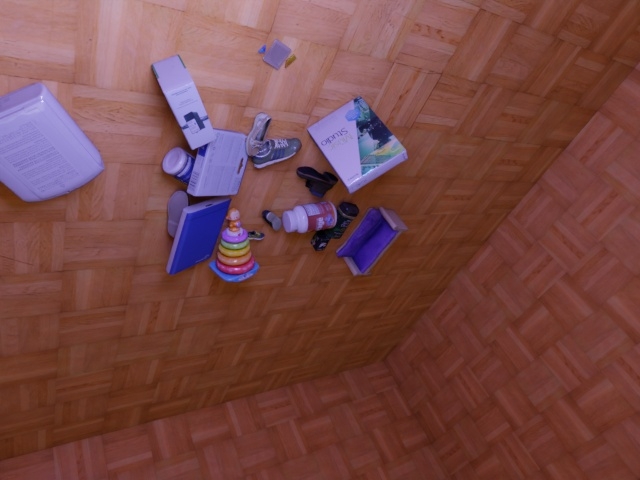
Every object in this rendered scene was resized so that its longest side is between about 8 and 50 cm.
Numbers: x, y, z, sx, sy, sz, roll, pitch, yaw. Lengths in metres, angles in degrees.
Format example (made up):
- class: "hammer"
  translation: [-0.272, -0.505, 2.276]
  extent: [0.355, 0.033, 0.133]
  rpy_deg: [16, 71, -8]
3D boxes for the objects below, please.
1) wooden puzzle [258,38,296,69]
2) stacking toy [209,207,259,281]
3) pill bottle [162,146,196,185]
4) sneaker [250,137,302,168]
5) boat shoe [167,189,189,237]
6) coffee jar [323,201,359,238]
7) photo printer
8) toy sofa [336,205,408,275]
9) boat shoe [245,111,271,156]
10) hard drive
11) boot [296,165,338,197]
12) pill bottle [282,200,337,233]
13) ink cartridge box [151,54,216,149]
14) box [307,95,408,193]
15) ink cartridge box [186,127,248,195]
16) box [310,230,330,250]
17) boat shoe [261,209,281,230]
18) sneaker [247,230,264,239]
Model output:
- class: "wooden puzzle"
  translation: [-0.132, -0.567, 1.395]
  extent: [0.078, 0.014, 0.116]
  rpy_deg: [-46, 143, 15]
- class: "stacking toy"
  translation: [-0.349, 0.003, 1.862]
  extent: [0.175, 0.165, 0.302]
  rpy_deg: [-23, 132, -39]
- class: "pill bottle"
  translation: [-0.431, -0.230, 1.525]
  extent: [0.094, 0.094, 0.169]
  rpy_deg: [-39, 145, 12]
- class: "sneaker"
  translation: [-0.161, -0.328, 1.629]
  extent: [0.192, 0.064, 0.086]
  rpy_deg: [-25, 151, -3]
- class: "boat shoe"
  translation: [-0.511, -0.105, 1.674]
  extent: [0.065, 0.075, 0.206]
  rpy_deg: [-57, 171, -54]
- class: "coffee jar"
  translation: [0.096, -0.094, 2.112]
  extent: [0.096, 0.079, 0.184]
  rpy_deg: [5, 132, -41]
- class: "photo printer"
  translation: [-0.766, -0.243, 1.242]
  extent: [0.256, 0.107, 0.308]
  rpy_deg: [-27, 146, -5]
- class: "toy sofa"
  translation: [0.251, 0.009, 2.298]
  extent: [0.177, 0.150, 0.363]
  rpy_deg: [5, 133, -42]
- class: "boat shoe"
  translation: [-0.207, -0.352, 1.544]
  extent: [0.056, 0.048, 0.153]
  rpy_deg: [2, 117, -54]
- class: "hard drive"
  translation: [-0.466, -0.020, 1.749]
  extent: [0.210, 0.040, 0.319]
  rpy_deg: [-29, 155, -49]
- class: "boot"
  translation: [-0.030, -0.228, 1.844]
  extent: [0.219, 0.082, 0.106]
  rpy_deg: [7, 128, -45]
- class: "pill bottle"
  translation: [-0.048, -0.096, 1.963]
  extent: [0.216, 0.121, 0.121]
  rpy_deg: [-12, 142, -26]
- class: "ink cartridge box"
  translation: [-0.385, -0.390, 1.305]
  extent: [0.086, 0.153, 0.208]
  rpy_deg: [-25, 147, -10]
- class: "box"
  translation: [0.122, -0.340, 1.600]
  extent: [0.232, 0.322, 0.058]
  rpy_deg: [-32, 149, 2]
- class: "ink cartridge box"
  translation: [-0.328, -0.256, 1.520]
  extent: [0.224, 0.045, 0.223]
  rpy_deg: [-12, 125, -64]
- class: "box"
  translation: [0.000, 0.000, 2.173]
  extent: [0.052, 0.062, 0.083]
  rpy_deg: [-3, 137, -37]
- class: "boat shoe"
  translation: [-0.204, -0.086, 1.931]
  extent: [0.049, 0.042, 0.133]
  rpy_deg: [-54, 148, -11]
- class: "sneaker"
  translation: [-0.276, -0.023, 1.962]
  extent: [0.083, 0.031, 0.035]
  rpy_deg: [-7, 139, -31]
